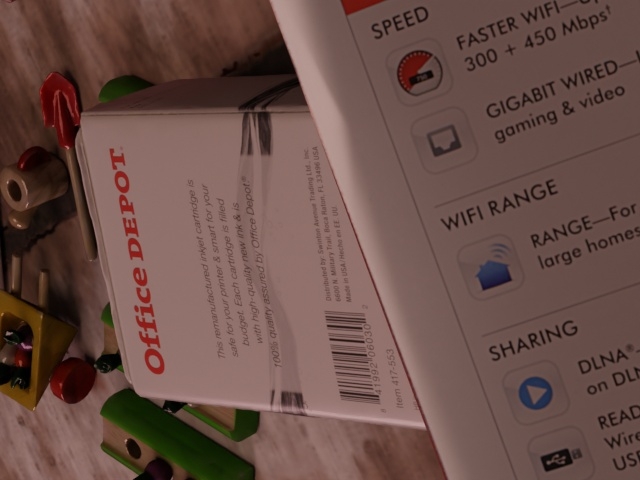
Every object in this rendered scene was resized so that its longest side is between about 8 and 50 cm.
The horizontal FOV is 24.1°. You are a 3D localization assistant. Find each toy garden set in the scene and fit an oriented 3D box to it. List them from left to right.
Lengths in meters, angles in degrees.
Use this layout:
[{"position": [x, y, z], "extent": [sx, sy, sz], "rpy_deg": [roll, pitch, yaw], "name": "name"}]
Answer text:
[{"position": [-0.121, 0.028, 0.831], "extent": [0.204, 0.049, 0.244], "rpy_deg": [26, 126, 34], "name": "toy garden set"}]

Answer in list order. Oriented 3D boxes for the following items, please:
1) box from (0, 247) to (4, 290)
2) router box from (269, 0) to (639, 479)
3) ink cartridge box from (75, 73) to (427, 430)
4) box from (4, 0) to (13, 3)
[{"position": [-0.270, -0.044, 0.898], "extent": [0.103, 0.114, 0.203], "rpy_deg": [22, 122, 36], "name": "box"}, {"position": [0.183, -0.016, 0.338], "extent": [0.335, 0.082, 0.301], "rpy_deg": [-19, 93, 10], "name": "router box"}, {"position": [0.000, 0.000, 0.652], "extent": [0.191, 0.082, 0.139], "rpy_deg": [3, 111, 35], "name": "ink cartridge box"}, {"position": [-0.140, -0.247, 0.642], "extent": [0.128, 0.123, 0.257], "rpy_deg": [24, 130, 43], "name": "box"}]
